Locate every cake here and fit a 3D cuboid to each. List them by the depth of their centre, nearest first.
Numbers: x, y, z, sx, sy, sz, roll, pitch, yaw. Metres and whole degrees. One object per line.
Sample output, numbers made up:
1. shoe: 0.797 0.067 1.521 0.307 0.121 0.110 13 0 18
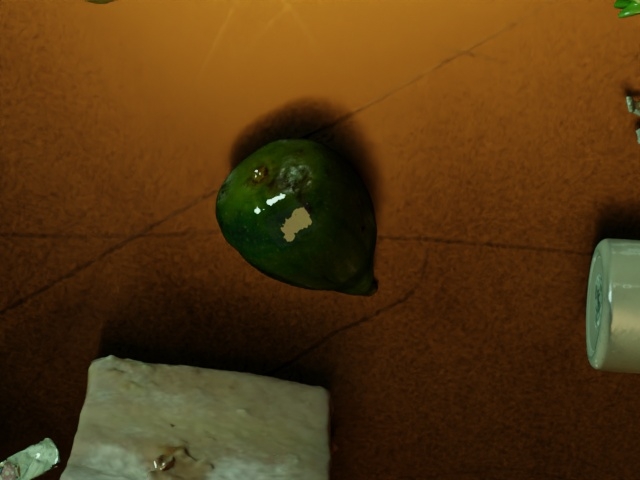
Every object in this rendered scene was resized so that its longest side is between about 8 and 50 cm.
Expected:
1. cake: -0.113 0.275 1.320 0.230 0.237 0.309 11 120 -1

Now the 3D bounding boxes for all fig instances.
1. fig: 0.000 0.000 1.247 0.117 0.117 0.177 -28 123 17

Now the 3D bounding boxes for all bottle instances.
1. bottle: 0.334 0.058 1.244 0.233 0.110 0.110 3 118 2

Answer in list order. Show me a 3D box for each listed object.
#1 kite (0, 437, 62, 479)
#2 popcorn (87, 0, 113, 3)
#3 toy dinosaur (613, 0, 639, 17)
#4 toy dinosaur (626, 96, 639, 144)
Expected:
1. kite: -0.334 0.234 1.268 0.314 0.011 0.335 -34 73 20
2. popcorn: -0.151 -0.262 1.076 0.167 0.187 0.185 -38 104 -17
3. toy dinosaur: 0.208 -0.230 1.059 0.152 0.194 0.177 -24 131 33
4. toy dinosaur: 0.292 -0.112 1.201 0.108 0.032 0.220 -13 114 14
